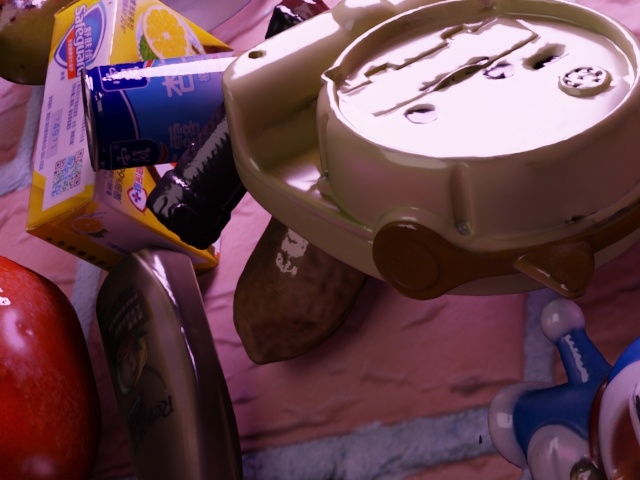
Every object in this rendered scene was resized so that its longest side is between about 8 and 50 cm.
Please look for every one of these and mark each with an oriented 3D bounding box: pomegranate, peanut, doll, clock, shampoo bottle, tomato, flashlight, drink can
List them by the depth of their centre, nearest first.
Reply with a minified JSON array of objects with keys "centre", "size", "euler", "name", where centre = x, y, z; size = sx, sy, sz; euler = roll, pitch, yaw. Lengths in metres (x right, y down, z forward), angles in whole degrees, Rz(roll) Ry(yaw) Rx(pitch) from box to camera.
[{"centre":[0.213,0.129,1.042],"size":[0.257,0.161,0.215],"euler":[-26,84,48],"name":"doll"},{"centre":[0.121,-0.081,1.199],"size":[0.286,0.117,0.348],"euler":[-28,40,-24],"name":"clock"},{"centre":[-0.057,-0.099,1.373],"size":[0.232,0.093,0.093],"euler":[-53,40,3],"name":"flashlight"},{"centre":[0.000,0.000,1.387],"size":[0.120,0.110,0.236],"euler":[36,103,43],"name":"peanut"},{"centre":[-0.122,0.161,1.419],"size":[0.125,0.084,0.350],"euler":[-57,36,34],"name":"shampoo bottle"},{"centre":[-0.091,-0.120,1.451],"size":[0.097,0.235,0.097],"euler":[174,90,-80],"name":"drink can"},{"centre":[-0.368,0.159,1.501],"size":[0.325,0.290,0.293],"euler":[-25,63,7],"name":"tomato"},{"centre":[-0.312,-0.240,1.836],"size":[0.159,0.129,0.129],"euler":[-15,56,37],"name":"pomegranate"}]

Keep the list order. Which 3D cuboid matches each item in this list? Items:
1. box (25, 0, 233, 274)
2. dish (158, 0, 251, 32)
[{"centre":[-0.180,-0.103,1.587],"size":[0.097,0.168,0.265],"euler":[-24,49,37],"name":"box"},{"centre":[-0.158,-0.352,1.717],"size":[0.273,0.134,0.273],"euler":[-19,52,27],"name":"dish"}]
